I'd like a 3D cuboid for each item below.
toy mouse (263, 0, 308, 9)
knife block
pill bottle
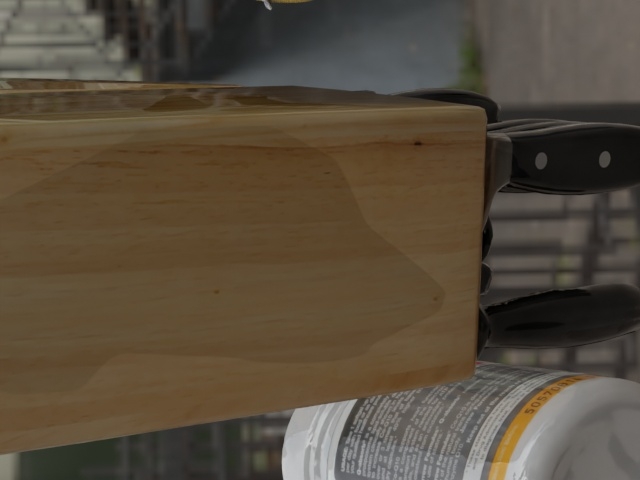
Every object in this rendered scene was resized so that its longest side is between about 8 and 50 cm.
[{"bbox_3d":[-0.045,-0.185,1.065,0.031,0.161,0.143,-84,-25,-53],"label":"toy mouse"},{"bbox_3d":[0.000,0.000,0.593,0.275,0.242,0.088,-58,-30,-81],"label":"knife block"},{"bbox_3d":[0.104,0.159,1.289,0.278,0.162,0.162,4,96,55],"label":"pill bottle"}]
